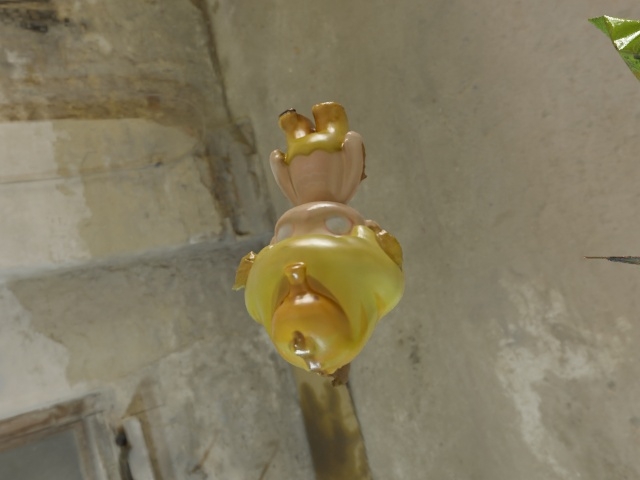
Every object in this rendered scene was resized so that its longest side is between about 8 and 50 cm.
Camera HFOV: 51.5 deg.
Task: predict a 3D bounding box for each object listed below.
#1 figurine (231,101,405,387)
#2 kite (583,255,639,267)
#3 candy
[{"bbox_3d":[0.000,0.000,0.572,0.156,0.131,0.246,-9,68,24],"label":"figurine"},{"bbox_3d":[0.494,0.032,0.982,0.159,0.190,0.010,57,-138,-79],"label":"kite"},{"bbox_3d":[0.438,-0.222,0.839,0.069,0.149,0.246,-42,20,15],"label":"candy"}]
